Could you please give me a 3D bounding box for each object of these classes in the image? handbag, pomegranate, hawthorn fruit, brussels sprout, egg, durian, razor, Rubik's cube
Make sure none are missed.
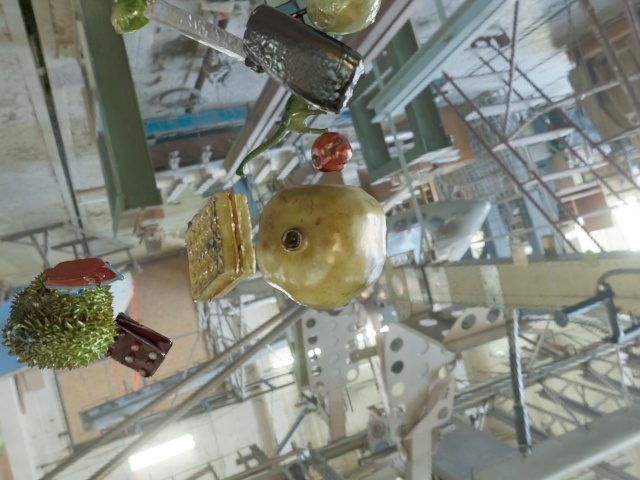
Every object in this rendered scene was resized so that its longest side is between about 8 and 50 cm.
[{"bbox_3d":[-0.605,0.344,1.733,0.203,0.216,0.074,-48,-163,40],"label":"handbag"},{"bbox_3d":[0.000,0.000,1.302,0.333,0.332,0.332,-16,177,-1],"label":"pomegranate"},{"bbox_3d":[0.020,-0.183,1.126,0.093,0.093,0.093,-16,177,-1],"label":"hawthorn fruit"},{"bbox_3d":[-0.657,-0.801,1.868,0.181,0.139,0.100,-31,167,2],"label":"brussels sprout"},{"bbox_3d":[0.060,-0.621,1.403,0.201,0.164,0.164,-7,180,21],"label":"egg"},{"bbox_3d":[-0.638,0.204,1.342,0.291,0.291,0.224,-16,149,8],"label":"durian"},{"bbox_3d":[-0.051,-0.478,1.417,0.107,0.327,0.189,-49,168,-48],"label":"razor"},{"bbox_3d":[-0.060,-0.666,1.672,0.167,0.183,0.180,-23,139,1],"label":"Rubik's cube"}]

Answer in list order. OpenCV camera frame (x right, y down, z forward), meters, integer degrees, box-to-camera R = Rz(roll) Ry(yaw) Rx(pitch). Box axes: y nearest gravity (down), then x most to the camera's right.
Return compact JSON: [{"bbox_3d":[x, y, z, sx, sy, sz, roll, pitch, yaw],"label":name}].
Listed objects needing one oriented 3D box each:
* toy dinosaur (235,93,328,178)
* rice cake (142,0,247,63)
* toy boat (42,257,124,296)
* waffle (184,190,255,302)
[{"bbox_3d":[-0.126,-0.408,1.712,0.301,0.447,0.087,-5,162,1],"label":"toy dinosaur"},{"bbox_3d":[-0.338,-0.607,1.573,0.399,0.064,0.070,14,-172,-40],"label":"rice cake"},{"bbox_3d":[-0.484,0.076,1.098,0.173,0.058,0.069,-7,-140,15],"label":"toy boat"},{"bbox_3d":[-0.314,0.032,1.625,0.114,0.261,0.376,1,163,-28],"label":"waffle"}]
